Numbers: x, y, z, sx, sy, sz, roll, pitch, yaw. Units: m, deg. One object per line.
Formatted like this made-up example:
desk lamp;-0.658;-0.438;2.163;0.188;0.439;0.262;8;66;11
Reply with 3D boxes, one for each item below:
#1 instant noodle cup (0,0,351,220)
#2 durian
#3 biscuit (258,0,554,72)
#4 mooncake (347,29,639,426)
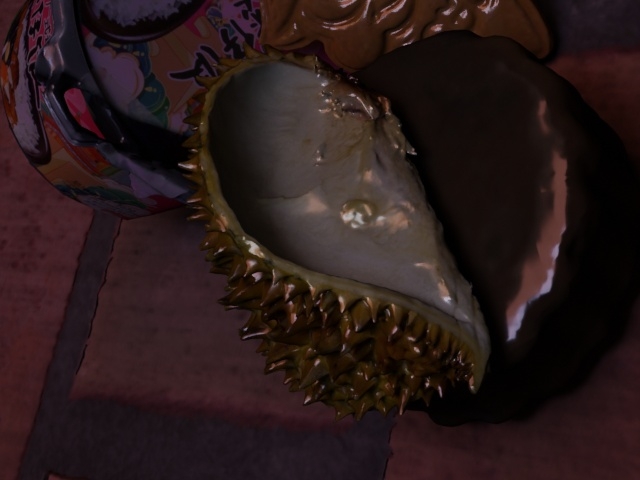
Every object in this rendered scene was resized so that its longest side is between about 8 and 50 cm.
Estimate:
instant noodle cup;-0.109;-0.122;1.234;0.181;0.302;0.258;-23;87;51
durian;0.000;0.000;1.003;0.139;0.144;0.252;-16;51;-4
biscuit;0.037;-0.177;1.135;0.035;0.250;0.162;-65;0;-65
mooncake;0.088;-0.004;1.059;0.228;0.124;0.228;-15;65;35
